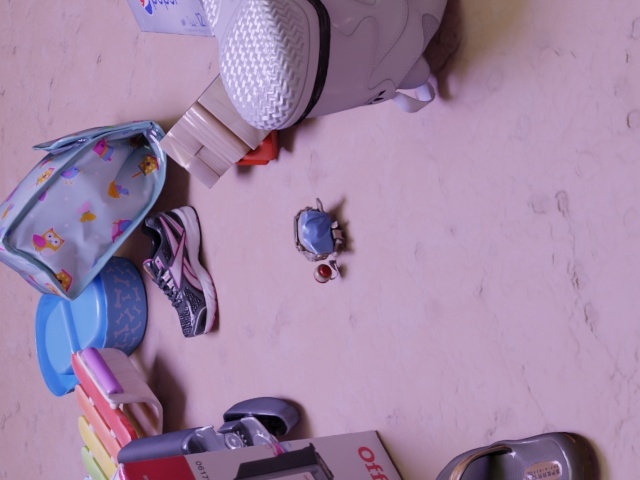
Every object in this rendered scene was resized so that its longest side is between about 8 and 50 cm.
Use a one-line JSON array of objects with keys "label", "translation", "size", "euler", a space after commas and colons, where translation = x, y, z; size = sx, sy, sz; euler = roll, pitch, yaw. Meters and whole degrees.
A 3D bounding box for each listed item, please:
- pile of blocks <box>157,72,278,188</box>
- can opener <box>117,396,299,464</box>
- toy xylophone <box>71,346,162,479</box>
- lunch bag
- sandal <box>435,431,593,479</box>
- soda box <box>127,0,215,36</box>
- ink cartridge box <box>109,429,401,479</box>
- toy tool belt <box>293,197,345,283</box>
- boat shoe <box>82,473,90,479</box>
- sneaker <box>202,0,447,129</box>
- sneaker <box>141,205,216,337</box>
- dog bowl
[{"label": "pile of blocks", "translation": [-0.069, -0.157, 1.409], "size": [0.112, 0.149, 0.362], "euler": [41, 155, -9]}, {"label": "can opener", "translation": [-0.133, 0.250, 1.512], "size": [0.283, 0.095, 0.076], "euler": [-18, 106, 46]}, {"label": "toy xylophone", "translation": [-0.270, 0.304, 1.720], "size": [0.236, 0.081, 0.323], "euler": [37, 133, 48]}, {"label": "lunch bag", "translation": [-0.326, -0.061, 1.674], "size": [0.262, 0.160, 0.223], "euler": [-55, 19, -13]}, {"label": "sandal", "translation": [0.156, 0.228, 1.118], "size": [0.219, 0.060, 0.090], "euler": [-33, 66, 53]}, {"label": "soda box", "translation": [-0.152, -0.301, 1.441], "size": [0.286, 0.091, 0.098], "euler": [22, 139, 64]}, {"label": "ink cartridge box", "translation": [-0.045, 0.321, 1.210], "size": [0.226, 0.306, 0.131], "euler": [60, 138, 34]}, {"label": "toy tool belt", "translation": [0.000, 0.000, 1.342], "size": [0.051, 0.052, 0.083], "euler": [-47, 55, 58]}, {"label": "boat shoe", "translation": [-0.338, 0.422, 1.893], "size": [0.048, 0.056, 0.153], "euler": [27, 117, 42]}, {"label": "sneaker", "translation": [-0.006, -0.277, 1.180], "size": [0.137, 0.210, 0.366], "euler": [-33, 65, 53]}, {"label": "sneaker", "translation": [-0.194, 0.045, 1.615], "size": [0.072, 0.077, 0.178], "euler": [-38, 62, 52]}, {"label": "dog bowl", "translation": [-0.344, 0.124, 1.855], "size": [0.297, 0.074, 0.166], "euler": [-44, 57, 50]}]
